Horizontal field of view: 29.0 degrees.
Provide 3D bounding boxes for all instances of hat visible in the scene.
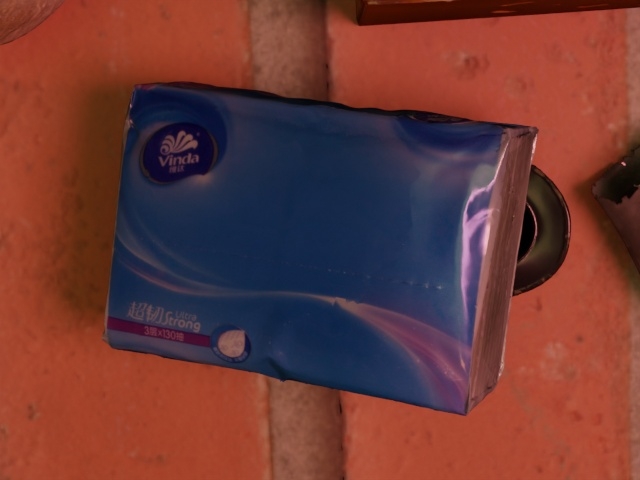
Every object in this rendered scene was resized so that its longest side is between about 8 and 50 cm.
[{"bbox_3d":[0.129,-0.014,0.942,0.121,0.050,0.121,0,93,3],"label":"hat"}]

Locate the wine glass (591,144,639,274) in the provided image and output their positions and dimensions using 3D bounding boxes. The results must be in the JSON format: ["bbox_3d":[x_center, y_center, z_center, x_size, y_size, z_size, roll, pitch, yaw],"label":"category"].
[{"bbox_3d":[0.297,0.028,0.923,0.103,0.103,0.222,-38,96,5],"label":"wine glass"}]

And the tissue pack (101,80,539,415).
[{"bbox_3d":[0.000,0.000,0.869,0.263,0.146,0.198,10,98,17],"label":"tissue pack"}]

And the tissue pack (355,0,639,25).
[{"bbox_3d":[0.157,-0.229,0.841,0.275,0.194,0.145,-5,98,0],"label":"tissue pack"}]

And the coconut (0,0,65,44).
[{"bbox_3d":[-0.260,-0.253,0.827,0.245,0.247,0.245,5,74,-19],"label":"coconut"}]
